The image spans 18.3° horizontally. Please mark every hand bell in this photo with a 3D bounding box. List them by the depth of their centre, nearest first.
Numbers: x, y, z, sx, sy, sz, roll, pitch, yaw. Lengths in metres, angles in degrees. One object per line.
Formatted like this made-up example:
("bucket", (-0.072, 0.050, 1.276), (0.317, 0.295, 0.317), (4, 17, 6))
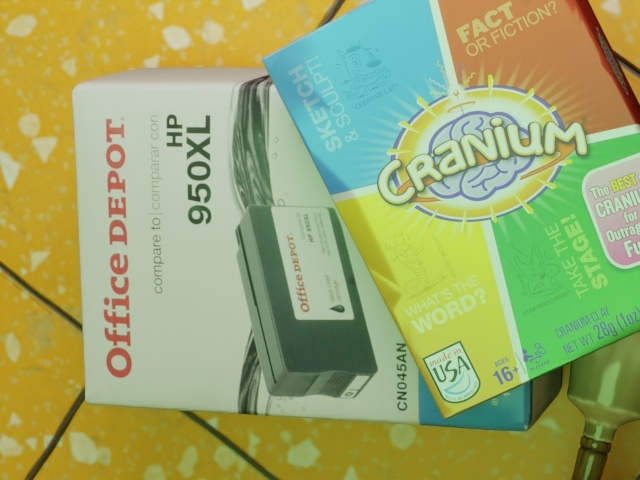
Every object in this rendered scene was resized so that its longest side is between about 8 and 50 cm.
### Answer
("hand bell", (0.224, 0.177, 1.646), (0.126, 0.126, 0.242), (15, 88, 15))

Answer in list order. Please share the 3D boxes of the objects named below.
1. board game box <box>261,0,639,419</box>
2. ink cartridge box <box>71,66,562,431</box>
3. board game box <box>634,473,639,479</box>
("board game box", (0.133, -0.055, 1.528), (0.242, 0.064, 0.316), (-27, 91, 17))
("ink cartridge box", (0.000, 0.000, 1.696), (0.395, 0.166, 0.285), (2, 99, 17))
("board game box", (0.409, 0.259, 1.650), (0.303, 0.097, 0.224), (36, 107, 9))
